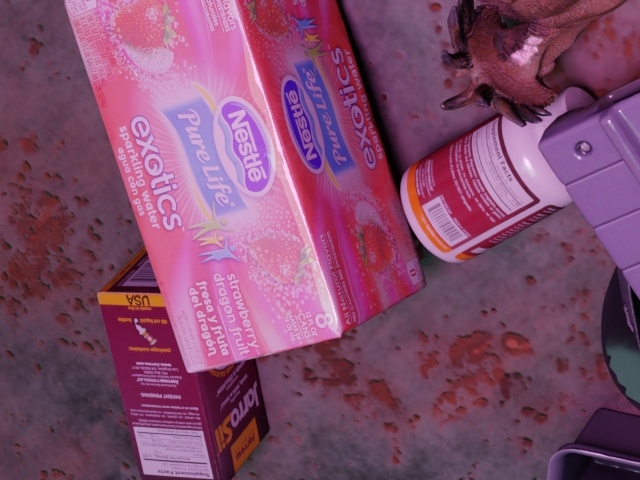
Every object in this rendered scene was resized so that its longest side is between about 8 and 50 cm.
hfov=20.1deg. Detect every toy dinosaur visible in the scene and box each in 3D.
[{"bbox_3d":[0.137,-0.185,1.187,0.200,0.127,0.296,-29,135,7],"label":"toy dinosaur"}]

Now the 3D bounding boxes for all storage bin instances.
[{"bbox_3d":[0.253,0.190,1.402,0.135,0.091,0.098,11,120,20],"label":"storage bin"}]

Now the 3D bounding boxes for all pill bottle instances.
[{"bbox_3d":[0.140,-0.050,1.331,0.152,0.086,0.086,-30,101,33],"label":"pill bottle"}]

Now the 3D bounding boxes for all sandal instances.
[{"bbox_3d":[0.258,0.027,1.336,0.097,0.054,0.255,11,120,19],"label":"sandal"}]

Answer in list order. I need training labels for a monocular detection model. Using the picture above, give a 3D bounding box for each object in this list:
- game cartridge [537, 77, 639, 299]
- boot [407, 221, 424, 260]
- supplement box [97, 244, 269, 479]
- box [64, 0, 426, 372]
[{"bbox_3d":[0.339,-0.041,1.151,0.355,0.068,0.230,-25,102,40],"label":"game cartridge"},{"bbox_3d":[0.000,0.000,1.445,0.158,0.059,0.085,-20,98,27],"label":"boot"},{"bbox_3d":[-0.113,0.105,1.516,0.080,0.104,0.188,1,116,24],"label":"supplement box"},{"bbox_3d":[-0.054,-0.073,1.332,0.142,0.154,0.300,-15,95,31],"label":"box"}]
